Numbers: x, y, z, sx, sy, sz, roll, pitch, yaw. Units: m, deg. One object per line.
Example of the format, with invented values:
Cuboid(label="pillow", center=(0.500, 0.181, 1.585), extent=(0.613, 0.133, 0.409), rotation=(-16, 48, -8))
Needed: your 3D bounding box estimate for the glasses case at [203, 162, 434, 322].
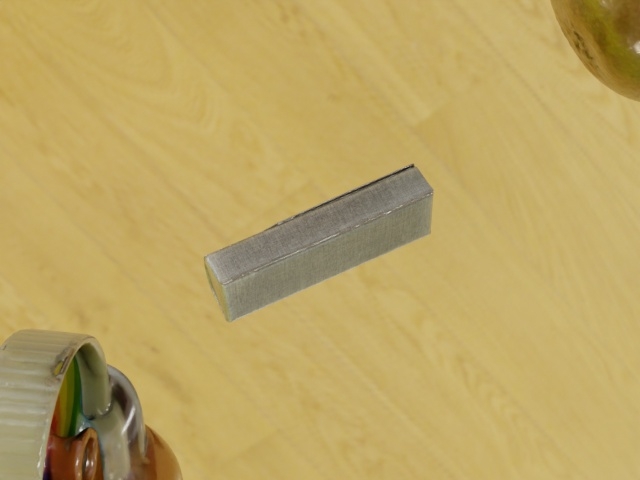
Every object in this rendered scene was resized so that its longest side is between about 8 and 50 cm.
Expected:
Cuboid(label="glasses case", center=(0.000, 0.000, 1.205), extent=(0.205, 0.047, 0.071), rotation=(-23, 151, -12))

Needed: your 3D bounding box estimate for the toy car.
Cuboid(label="toy car", center=(-0.162, 0.153, 0.843), extent=(0.145, 0.235, 0.235), rotation=(6, 114, 5))

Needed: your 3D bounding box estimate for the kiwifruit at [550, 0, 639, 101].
Cuboid(label="kiwifruit", center=(0.294, -0.220, 1.064), extent=(0.234, 0.196, 0.196), rotation=(-40, 102, -4))
